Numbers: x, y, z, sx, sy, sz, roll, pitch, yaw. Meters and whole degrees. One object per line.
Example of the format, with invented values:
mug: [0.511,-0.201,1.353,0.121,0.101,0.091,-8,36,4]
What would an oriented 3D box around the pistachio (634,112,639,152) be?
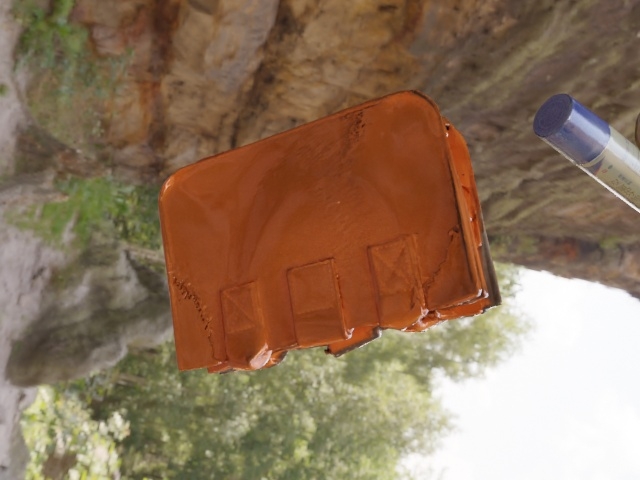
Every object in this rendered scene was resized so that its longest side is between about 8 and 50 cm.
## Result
pistachio: [0.346,-0.049,0.516,0.181,0.293,0.162,116,-6,-61]

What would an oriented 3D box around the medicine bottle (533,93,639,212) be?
medicine bottle: [0.346,-0.090,0.956,0.059,0.231,0.059,-41,-147,34]

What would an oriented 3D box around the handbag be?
handbag: [0.000,0.000,1.053,0.116,0.410,0.303,31,46,-63]
